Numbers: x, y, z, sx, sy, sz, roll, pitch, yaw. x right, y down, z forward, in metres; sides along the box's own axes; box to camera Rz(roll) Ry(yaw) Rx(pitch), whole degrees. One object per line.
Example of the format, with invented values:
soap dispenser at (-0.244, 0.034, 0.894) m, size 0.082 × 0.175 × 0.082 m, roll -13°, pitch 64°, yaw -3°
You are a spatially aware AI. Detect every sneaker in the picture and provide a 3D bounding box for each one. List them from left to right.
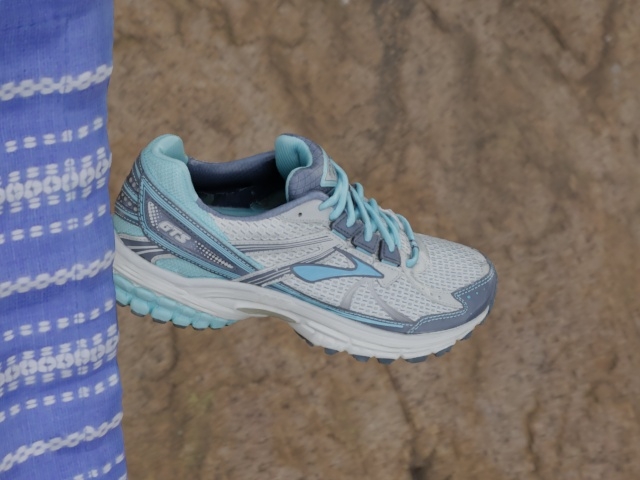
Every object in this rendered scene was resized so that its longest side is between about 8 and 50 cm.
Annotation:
sneaker at (0.000, 0.000, 0.842) m, size 0.283 × 0.122 × 0.110 m, roll 7°, pitch 30°, yaw -22°

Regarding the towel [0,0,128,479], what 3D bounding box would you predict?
towel at (-0.153, 0.082, 0.403) m, size 0.243 × 0.040 × 0.336 m, roll -28°, pitch 131°, yaw -41°
